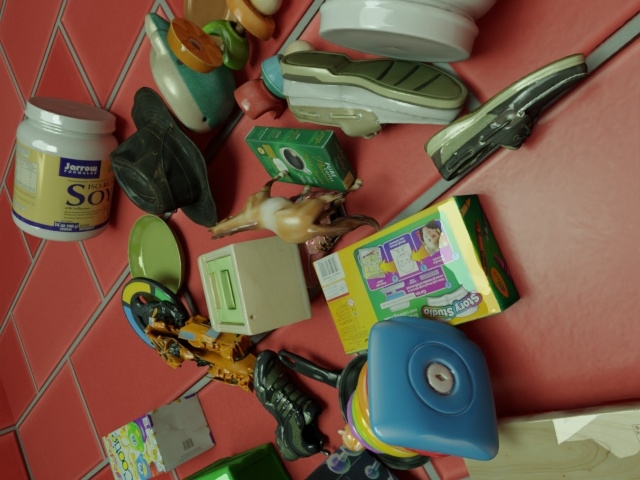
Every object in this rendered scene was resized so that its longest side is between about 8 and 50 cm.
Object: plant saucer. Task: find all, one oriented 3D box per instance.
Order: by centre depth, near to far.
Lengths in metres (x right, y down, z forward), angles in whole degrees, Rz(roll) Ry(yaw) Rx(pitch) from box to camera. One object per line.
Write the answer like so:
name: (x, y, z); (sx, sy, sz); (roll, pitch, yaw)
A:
plant saucer: (-0.224, -0.491, 0.945); (0.199, 0.037, 0.200); (6, 100, 38)
plant saucer: (-0.417, 0.052, 1.172); (0.240, 0.037, 0.241); (7, 101, 38)

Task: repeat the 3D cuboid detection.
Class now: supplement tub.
supplement tub: (0.120, -0.405, 0.550); (0.235, 0.235, 0.325); (20, 109, 35)
supplement tub: (-0.680, -0.191, 1.223); (0.241, 0.241, 0.332); (32, 115, 32)

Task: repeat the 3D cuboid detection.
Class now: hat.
hat: (-0.361, -0.148, 0.977); (0.331, 0.133, 0.331); (39, 148, 31)

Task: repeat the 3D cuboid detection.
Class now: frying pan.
frying pan: (0.067, 0.288, 0.803); (0.326, 0.053, 0.198); (-10, 90, 41)

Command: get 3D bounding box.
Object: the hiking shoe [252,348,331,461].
hiking shoe: (-0.050, 0.315, 0.893); (0.114, 0.086, 0.227); (-21, 92, 30)

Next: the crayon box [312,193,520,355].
crayon box: (0.132, 0.060, 0.701); (0.278, 0.081, 0.166); (-27, 79, 38)

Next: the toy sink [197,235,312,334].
toy sink: (-0.139, 0.084, 0.846); (0.234, 0.131, 0.153); (-13, 89, 59)

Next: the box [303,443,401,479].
box: (0.084, 0.552, 0.648); (0.395, 0.293, 0.212); (30, 124, 32)

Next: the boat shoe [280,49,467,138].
boat shoe: (0.075, -0.218, 0.705); (0.302, 0.113, 0.103); (23, 137, 28)

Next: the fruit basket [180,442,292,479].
fruit basket: (-0.185, 0.657, 0.941); (0.391, 0.283, 0.393); (-3, 83, 25)

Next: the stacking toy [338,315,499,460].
stacking toy: (0.102, 0.253, 0.667); (0.302, 0.175, 0.166); (118, 162, -49)

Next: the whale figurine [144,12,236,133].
whale figurine: (-0.265, -0.352, 0.926); (0.141, 0.216, 0.272); (-26, 67, -3)

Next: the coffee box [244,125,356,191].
coffee box: (-0.035, -0.144, 0.796); (0.184, 0.113, 0.040); (14, 61, 38)

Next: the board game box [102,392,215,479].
board game box: (-0.421, 0.516, 1.169); (0.275, 0.144, 0.142); (-35, 73, 35)

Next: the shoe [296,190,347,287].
shoe: (0.000, 0.000, 0.811); (0.081, 0.063, 0.178); (3, 94, 42)

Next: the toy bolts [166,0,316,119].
toy bolts: (-0.118, -0.340, 0.790); (0.158, 0.218, 0.229); (-36, 92, 30)

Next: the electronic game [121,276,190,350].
electronic game: (-0.409, 0.193, 1.138); (0.229, 0.048, 0.230); (13, 121, 23)

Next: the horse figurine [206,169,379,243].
horse figurine: (-0.042, -0.046, 0.715); (0.263, 0.174, 0.066); (15, 132, 38)

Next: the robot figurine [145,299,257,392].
robot figurine: (-0.261, 0.230, 0.991); (0.290, 0.085, 0.211); (5, 131, 30)

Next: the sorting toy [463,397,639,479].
sorting toy: (0.341, 0.329, 0.563); (0.257, 0.089, 0.256); (-27, 79, 38)

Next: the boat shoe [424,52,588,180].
boat shoe: (0.240, -0.150, 0.593); (0.223, 0.080, 0.074); (-29, 83, 43)
